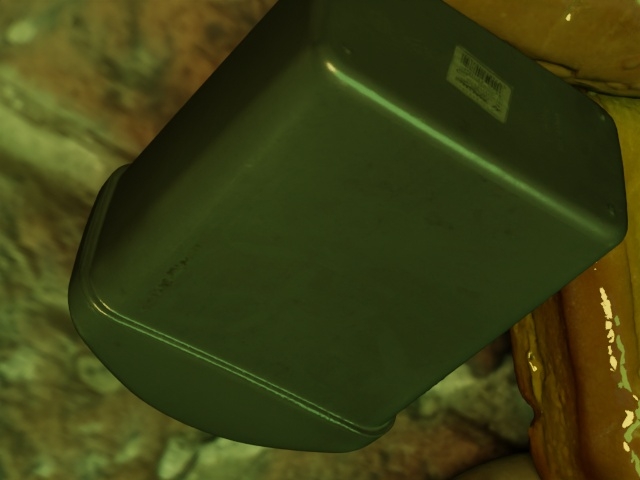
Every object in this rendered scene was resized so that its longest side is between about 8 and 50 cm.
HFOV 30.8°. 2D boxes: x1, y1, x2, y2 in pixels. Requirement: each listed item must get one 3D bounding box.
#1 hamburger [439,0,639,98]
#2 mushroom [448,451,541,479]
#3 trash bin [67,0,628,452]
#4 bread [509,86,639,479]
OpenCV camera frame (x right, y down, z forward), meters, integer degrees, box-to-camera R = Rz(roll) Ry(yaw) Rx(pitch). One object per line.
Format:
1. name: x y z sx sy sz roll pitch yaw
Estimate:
1. hamburger: 0.138 -0.208 0.504 0.260 0.144 0.283 16 94 -1
2. mushroom: 0.130 0.240 0.703 0.227 0.178 0.226 -5 115 -11
3. trash bin: 0.000 0.000 0.529 0.177 0.101 0.236 30 133 -20
4. bread: 0.153 0.031 0.632 0.094 0.102 0.245 -5 87 -29
